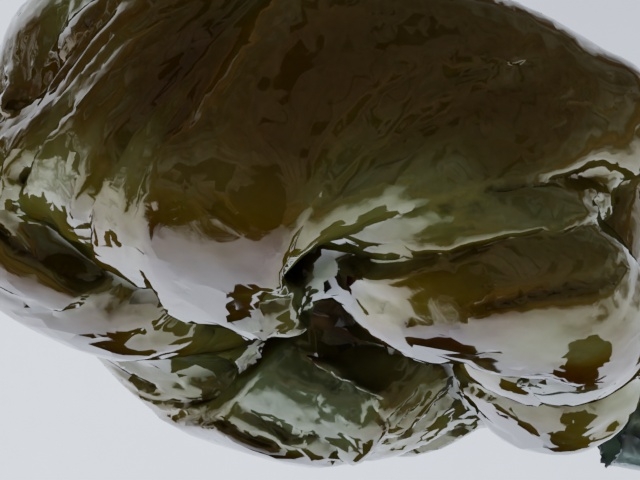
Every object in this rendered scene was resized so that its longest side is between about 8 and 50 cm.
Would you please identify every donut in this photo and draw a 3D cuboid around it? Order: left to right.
[{"bbox_3d":[0.000,0.000,0.858,0.360,0.360,0.170,16,-108,-6],"label":"donut"}]

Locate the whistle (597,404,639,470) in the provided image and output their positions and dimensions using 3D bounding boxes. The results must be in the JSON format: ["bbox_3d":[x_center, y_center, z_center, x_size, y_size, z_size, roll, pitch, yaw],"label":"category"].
[{"bbox_3d":[0.315,0.129,1.062,0.312,0.062,0.062,11,-125,-6],"label":"whistle"}]
